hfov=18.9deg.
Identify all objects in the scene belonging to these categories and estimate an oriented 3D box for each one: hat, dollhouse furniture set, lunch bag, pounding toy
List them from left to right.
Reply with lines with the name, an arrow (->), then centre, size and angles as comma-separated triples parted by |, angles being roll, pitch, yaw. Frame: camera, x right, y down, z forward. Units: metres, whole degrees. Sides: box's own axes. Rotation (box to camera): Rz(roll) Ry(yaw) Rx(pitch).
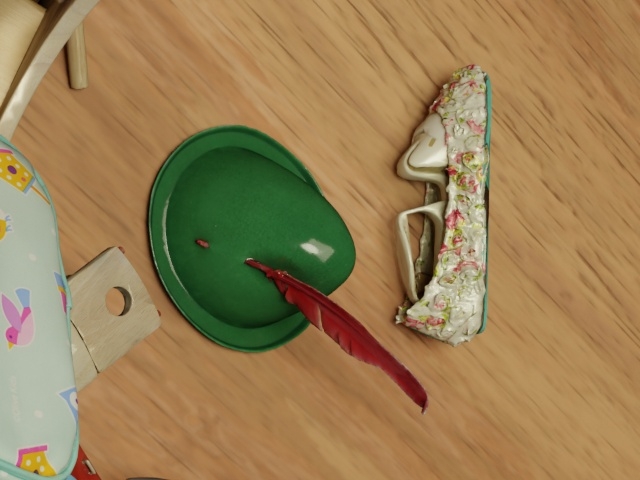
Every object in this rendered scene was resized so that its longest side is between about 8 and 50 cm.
lunch bag -> -0.260, 0.026, 1.122 | 0.224, 0.108, 0.279 | 25, 38, -38
pounding toy -> -0.194, -0.140, 1.330 | 0.155, 0.154, 0.269 | 32, 68, -30
dollhouse furniture set -> -0.170, 0.118, 1.336 | 0.129, 0.129, 0.183 | -39, 108, -34
hat -> 0.000, 0.000, 1.443 | 0.208, 0.183, 0.173 | 49, 59, -23

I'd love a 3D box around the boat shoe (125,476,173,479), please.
boat shoe -> -0.056, 0.237, 1.419 | 0.267, 0.096, 0.088 | 30, 74, -55

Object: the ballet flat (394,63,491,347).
ballet flat -> 0.101, -0.033, 1.593 | 0.077, 0.091, 0.241 | 5, 78, -14
